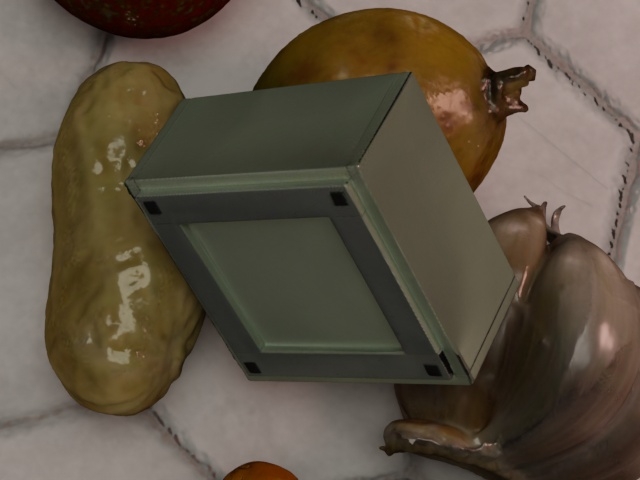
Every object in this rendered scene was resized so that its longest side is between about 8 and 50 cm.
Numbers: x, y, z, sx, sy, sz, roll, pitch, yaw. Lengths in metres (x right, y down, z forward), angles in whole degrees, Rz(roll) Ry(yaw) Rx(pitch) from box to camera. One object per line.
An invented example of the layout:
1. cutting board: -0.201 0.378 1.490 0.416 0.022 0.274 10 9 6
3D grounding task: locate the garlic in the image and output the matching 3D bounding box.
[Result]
1. garlic: 0.188 0.099 1.383 0.237 0.210 0.292 21 71 39

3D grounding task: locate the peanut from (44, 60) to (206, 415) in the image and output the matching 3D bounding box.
1. peanut: -0.158 -0.006 1.374 0.147 0.147 0.319 1 70 -4

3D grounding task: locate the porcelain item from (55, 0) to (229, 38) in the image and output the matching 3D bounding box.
1. porcelain item: -0.162 -0.310 1.417 0.252 0.253 0.253 1 73 -4

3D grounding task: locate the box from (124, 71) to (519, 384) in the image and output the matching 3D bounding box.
1. box: 0.000 0.000 1.265 0.225 0.225 0.117 -3 42 36

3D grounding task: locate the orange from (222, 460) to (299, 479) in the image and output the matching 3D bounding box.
1. orange: -0.050 0.224 1.337 0.083 0.083 0.084 1 73 -4

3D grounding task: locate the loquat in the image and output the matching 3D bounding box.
1. loquat: 0.068 -0.105 1.368 0.246 0.213 0.214 -14 71 27
